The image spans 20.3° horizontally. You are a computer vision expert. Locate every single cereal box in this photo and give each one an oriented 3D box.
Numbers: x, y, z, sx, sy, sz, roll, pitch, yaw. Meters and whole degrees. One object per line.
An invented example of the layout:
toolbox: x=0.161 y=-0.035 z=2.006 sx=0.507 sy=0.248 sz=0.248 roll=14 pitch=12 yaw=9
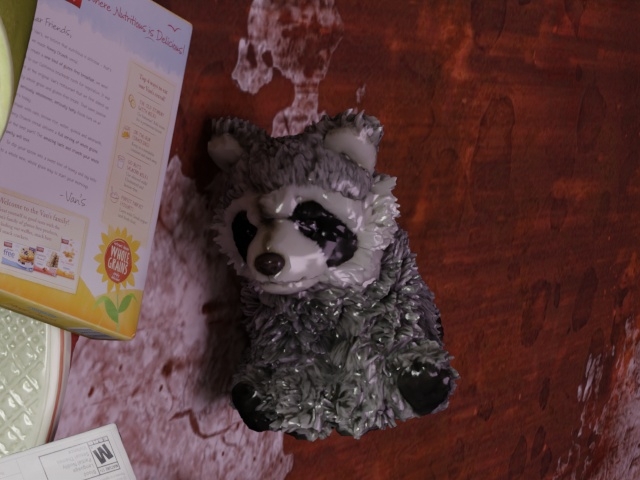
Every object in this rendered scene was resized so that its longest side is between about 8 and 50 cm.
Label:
cereal box: x=-0.174 y=-0.067 z=1.219 sx=0.173 sy=0.047 sz=0.240 roll=27 pitch=67 yaw=-50

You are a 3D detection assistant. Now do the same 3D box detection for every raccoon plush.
raccoon plush: x=0.000 y=0.000 z=1.725 sx=0.446 sy=0.216 sz=0.299 roll=-92 pitch=173 yaw=-78

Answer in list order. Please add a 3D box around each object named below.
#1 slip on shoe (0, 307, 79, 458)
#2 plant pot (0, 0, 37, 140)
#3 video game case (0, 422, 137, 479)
slip on shoe: x=-0.216 y=0.047 z=1.306 sx=0.101 sy=0.123 sz=0.331 roll=18 pitch=79 yaw=-67
plant pot: x=-0.257 y=-0.210 z=0.988 sx=0.275 sy=0.274 sz=0.293 roll=74 pitch=22 yaw=-43
video game case: x=-0.204 y=0.249 z=1.178 sx=0.232 sy=0.042 sz=0.210 roll=-15 pitch=76 yaw=-34
